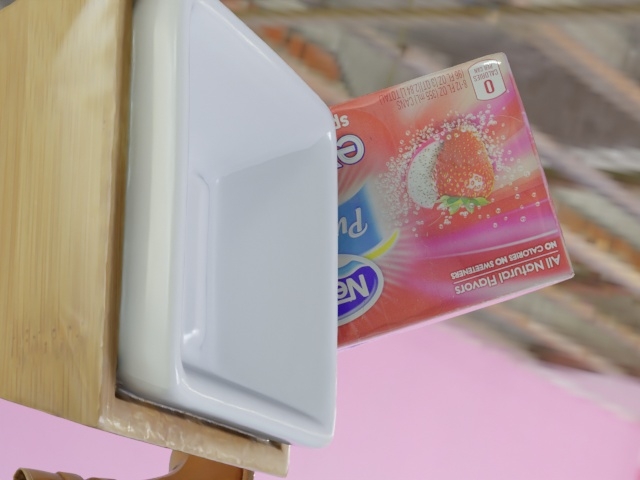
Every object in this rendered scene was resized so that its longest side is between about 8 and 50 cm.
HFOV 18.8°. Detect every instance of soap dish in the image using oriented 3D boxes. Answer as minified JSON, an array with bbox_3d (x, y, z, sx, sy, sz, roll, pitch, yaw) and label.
[{"bbox_3d":[-0.080,0.001,1.018,0.118,0.229,0.291,-2,-12,15],"label":"soap dish"}]

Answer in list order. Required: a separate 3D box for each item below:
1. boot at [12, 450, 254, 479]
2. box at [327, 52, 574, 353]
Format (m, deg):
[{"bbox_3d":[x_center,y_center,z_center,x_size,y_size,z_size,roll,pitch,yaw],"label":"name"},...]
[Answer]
[{"bbox_3d":[-0.120,0.165,1.210,0.152,0.073,0.197,16,23,-18],"label":"boot"},{"bbox_3d":[0.000,0.000,1.259,0.300,0.154,0.142,-17,-3,4],"label":"box"}]
